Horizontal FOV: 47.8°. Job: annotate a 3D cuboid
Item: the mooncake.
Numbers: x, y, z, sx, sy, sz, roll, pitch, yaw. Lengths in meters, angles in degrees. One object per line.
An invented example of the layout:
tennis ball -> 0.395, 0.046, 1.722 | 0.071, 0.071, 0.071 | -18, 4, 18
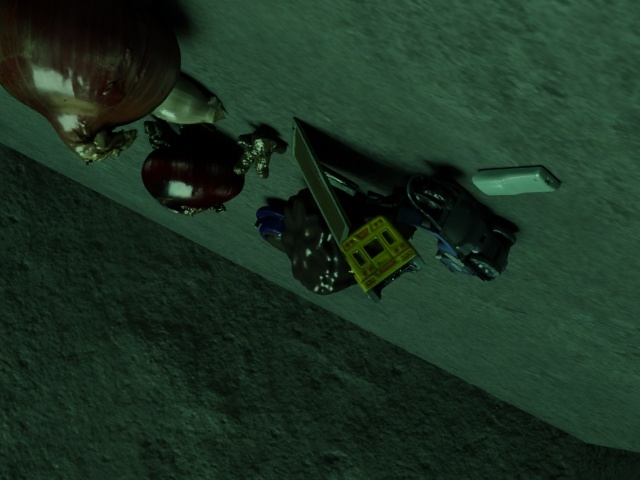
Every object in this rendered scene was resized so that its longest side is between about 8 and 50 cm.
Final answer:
mooncake -> 0.000, 0.000, 1.844 | 0.141, 0.282, 0.283 | -15, -169, -31

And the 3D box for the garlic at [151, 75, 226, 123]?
garlic -> -0.363, -0.340, 1.652 | 0.267, 0.128, 0.148 | 33, 158, 21

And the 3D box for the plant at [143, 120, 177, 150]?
plant -> -0.446, -0.283, 2.047 | 0.085, 0.087, 0.174 | -12, 154, 8

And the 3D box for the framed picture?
framed picture -> -0.001, -0.119, 1.595 | 0.273, 0.016, 0.216 | 64, 172, 10

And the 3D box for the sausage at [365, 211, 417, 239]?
sausage -> 0.109, -0.011, 1.871 | 0.082, 0.082, 0.372 | 32, 157, -23

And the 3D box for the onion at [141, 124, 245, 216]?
onion -> -0.338, -0.206, 1.918 | 0.273, 0.285, 0.273 | -3, -171, 0

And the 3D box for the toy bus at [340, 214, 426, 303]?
toy bus -> 0.130, 0.041, 1.598 | 0.152, 0.144, 0.330 | 53, -179, 7

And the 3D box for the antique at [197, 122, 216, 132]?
antique -> -0.349, -0.327, 1.807 | 0.192, 0.015, 0.031 | 32, 167, -19

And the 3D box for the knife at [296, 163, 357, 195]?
knife -> 0.016, -0.156, 1.734 | 0.162, 0.023, 0.044 | 28, 163, -2

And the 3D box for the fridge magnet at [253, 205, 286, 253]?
fridge magnet -> -0.086, -0.022, 2.260 | 0.266, 0.112, 0.265 | 24, 165, 7

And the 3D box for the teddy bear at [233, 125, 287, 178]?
teddy bear -> -0.143, -0.219, 1.707 | 0.119, 0.077, 0.160 | 12, 148, -14

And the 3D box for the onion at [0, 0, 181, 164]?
onion -> -0.429, -0.348, 1.324 | 0.354, 0.353, 0.353 | 26, 167, 6

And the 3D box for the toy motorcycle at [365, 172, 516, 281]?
toy motorcycle -> 0.261, -0.031, 1.513 | 0.358, 0.125, 0.213 | 39, 164, -36

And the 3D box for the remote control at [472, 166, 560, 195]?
remote control -> 0.343, -0.102, 1.279 | 0.061, 0.029, 0.162 | 32, 166, -27
